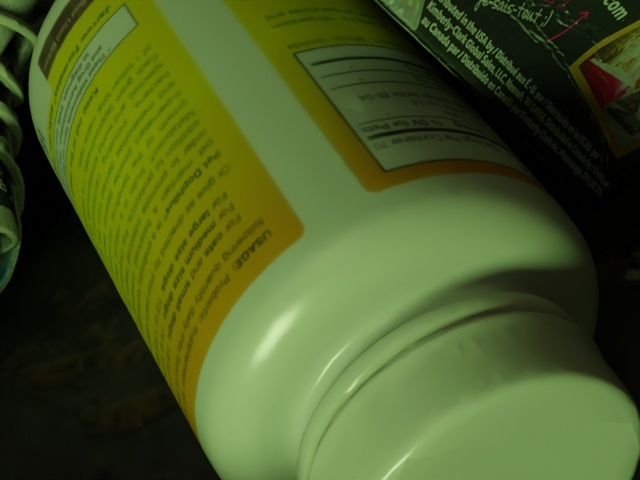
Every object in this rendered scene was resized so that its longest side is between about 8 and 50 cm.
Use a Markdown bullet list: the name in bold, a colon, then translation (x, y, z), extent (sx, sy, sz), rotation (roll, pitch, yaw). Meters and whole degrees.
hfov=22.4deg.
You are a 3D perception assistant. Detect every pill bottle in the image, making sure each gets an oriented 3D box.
- **pill bottle**: translation (0.000, 0.000, 0.468), extent (0.117, 0.117, 0.215), rotation (-36, 47, 2)

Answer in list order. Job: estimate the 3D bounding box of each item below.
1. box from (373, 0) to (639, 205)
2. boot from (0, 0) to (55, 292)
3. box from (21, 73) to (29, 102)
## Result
- **box**: translation (0.040, -0.163, 0.510), extent (0.142, 0.163, 0.247), rotation (-43, 51, 10)
- **boot**: translation (-0.121, -0.051, 0.567), extent (0.258, 0.095, 0.123), rotation (-49, 52, 25)
- **box**: translation (-0.129, -0.109, 0.681), extent (0.162, 0.029, 0.116), rotation (0, 58, 28)
